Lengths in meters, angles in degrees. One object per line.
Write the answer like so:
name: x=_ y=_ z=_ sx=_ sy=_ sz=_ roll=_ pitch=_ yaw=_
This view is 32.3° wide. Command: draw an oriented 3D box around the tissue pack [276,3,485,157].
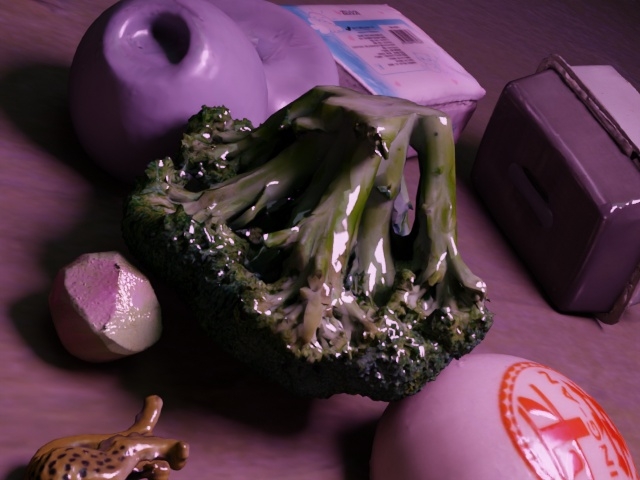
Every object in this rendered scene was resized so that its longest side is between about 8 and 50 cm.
tissue pack: x=0.053 y=-0.187 z=1.320 sx=0.201 sy=0.124 sz=0.271 roll=46 pitch=32 yaw=17

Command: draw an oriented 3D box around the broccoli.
broccoli: x=0.000 y=0.000 z=0.863 sx=0.294 sy=0.245 sz=0.265 roll=18 pitch=11 yaw=12

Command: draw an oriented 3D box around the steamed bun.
steamed bun: x=0.159 y=0.182 z=0.870 sx=0.232 sy=0.145 sz=0.232 roll=26 pitch=30 yaw=-16

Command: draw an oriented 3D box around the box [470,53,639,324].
box: x=0.316 y=-0.065 z=1.323 sx=0.166 sy=0.220 sz=0.290 roll=-9 pitch=48 yaw=-23

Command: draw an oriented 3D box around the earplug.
earplug: x=-0.106 y=-0.159 z=1.058 sx=0.214 sy=0.175 sz=0.325 roll=35 pitch=28 yaw=12

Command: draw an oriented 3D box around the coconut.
coconut: x=-0.158 y=0.047 z=0.808 sx=0.083 sy=0.081 sz=0.082 roll=31 pitch=64 yaw=-32

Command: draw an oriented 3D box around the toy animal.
toy animal: x=-0.137 y=0.168 z=0.660 sx=0.136 sy=0.073 sz=0.181 roll=7 pitch=43 yaw=-30
